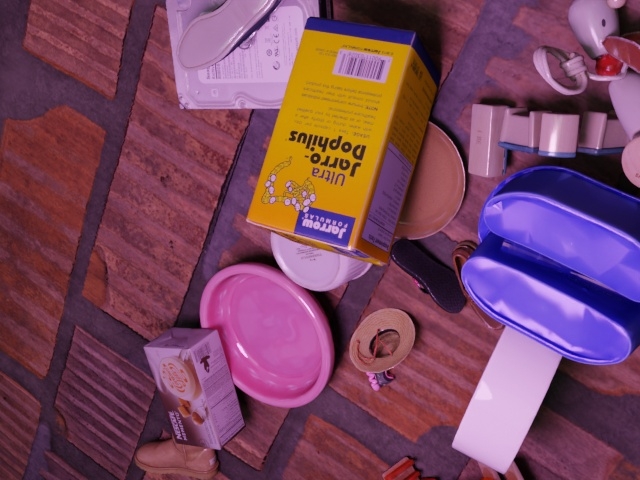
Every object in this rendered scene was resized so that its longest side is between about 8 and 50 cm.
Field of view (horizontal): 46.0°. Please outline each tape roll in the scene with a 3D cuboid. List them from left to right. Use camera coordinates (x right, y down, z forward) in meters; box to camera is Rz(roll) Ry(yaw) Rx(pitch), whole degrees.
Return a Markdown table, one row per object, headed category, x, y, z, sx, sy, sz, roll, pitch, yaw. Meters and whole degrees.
| category | x | y | z | sx | sy | sz | roll | pitch | yaw |
| --- | --- | --- | --- | --- | --- | --- | --- | --- | --- |
| tape roll | 0.328 | 0.247 | 1.289 | 0.100 | 0.286 | 0.286 | 24 | 117 | 17 |

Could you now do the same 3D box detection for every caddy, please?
| category | x | y | z | sx | sy | sz | roll | pitch | yaw |
| --- | --- | --- | --- | --- | --- | --- | --- | --- | --- |
| caddy | 0.388 | 0.030 | 1.159 | 0.341 | 0.179 | 0.241 | 29 | 121 | 24 |

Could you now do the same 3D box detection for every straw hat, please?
| category | x | y | z | sx | sy | sz | roll | pitch | yaw |
| --- | --- | --- | --- | --- | --- | --- | --- | --- | --- |
| straw hat | 0.133 | 0.211 | 1.506 | 0.144 | 0.144 | 0.061 | -8 | 145 | 30 |

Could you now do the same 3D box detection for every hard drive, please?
| category | x | y | z | sx | sy | sz | roll | pitch | yaw |
| --- | --- | --- | --- | --- | --- | --- | --- | --- | --- |
| hard drive | -0.135 | -0.371 | 1.446 | 0.339 | 0.064 | 0.237 | 6 | 110 | 27 |

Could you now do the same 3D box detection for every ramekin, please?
| category | x | y | z | sx | sy | sz | roll | pitch | yaw |
| --- | --- | --- | --- | --- | --- | --- | --- | --- | --- |
| ramekin | 0.000 | 0.000 | 1.457 | 0.207 | 0.109 | 0.207 | 18 | 123 | 30 |

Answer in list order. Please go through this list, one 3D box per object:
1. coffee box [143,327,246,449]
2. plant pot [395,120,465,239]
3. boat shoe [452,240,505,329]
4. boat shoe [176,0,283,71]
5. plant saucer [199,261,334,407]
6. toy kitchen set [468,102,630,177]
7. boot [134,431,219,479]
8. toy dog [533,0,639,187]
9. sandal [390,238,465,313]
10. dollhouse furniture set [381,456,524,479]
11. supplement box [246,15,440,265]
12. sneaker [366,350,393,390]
| category | x | y | z | sx | sy | sz | roll | pitch | yaw |
| --- | --- | --- | --- | --- | --- | --- | --- | --- | --- |
| coffee box | -0.274 | 0.323 | 1.657 | 0.141 | 0.098 | 0.246 | -1 | 111 | 34 |
| plant pot | 0.157 | -0.118 | 1.399 | 0.236 | 0.032 | 0.236 | 9 | 110 | 25 |
| boat shoe | 0.288 | 0.090 | 1.386 | 0.064 | 0.060 | 0.178 | -24 | 96 | 32 |
| boat shoe | -0.160 | -0.394 | 1.367 | 0.254 | 0.079 | 0.095 | -38 | 85 | 30 |
| plant saucer | -0.104 | 0.192 | 1.599 | 0.332 | 0.084 | 0.332 | 14 | 118 | 28 |
| toy kitchen set | 0.377 | -0.160 | 1.250 | 0.207 | 0.166 | 0.122 | 28 | 121 | 58 |
| boot | -0.354 | 0.435 | 1.835 | 0.236 | 0.089 | 0.269 | 3 | 110 | 14 |
| toy dog | 0.492 | -0.231 | 1.095 | 0.333 | 0.220 | 0.161 | 48 | 143 | -4 |
| sandal | 0.203 | 0.067 | 1.426 | 0.179 | 0.067 | 0.040 | 42 | 160 | -1 |
| dollhouse furniture set | 0.232 | 0.508 | 1.465 | 0.135 | 0.262 | 0.259 | 63 | 153 | -2 |
| supplement box | 0.046 | -0.160 | 1.265 | 0.195 | 0.194 | 0.356 | 15 | 86 | 22 |
| sneaker | 0.114 | 0.247 | 1.550 | 0.057 | 0.047 | 0.119 | -23 | 97 | 10 |
